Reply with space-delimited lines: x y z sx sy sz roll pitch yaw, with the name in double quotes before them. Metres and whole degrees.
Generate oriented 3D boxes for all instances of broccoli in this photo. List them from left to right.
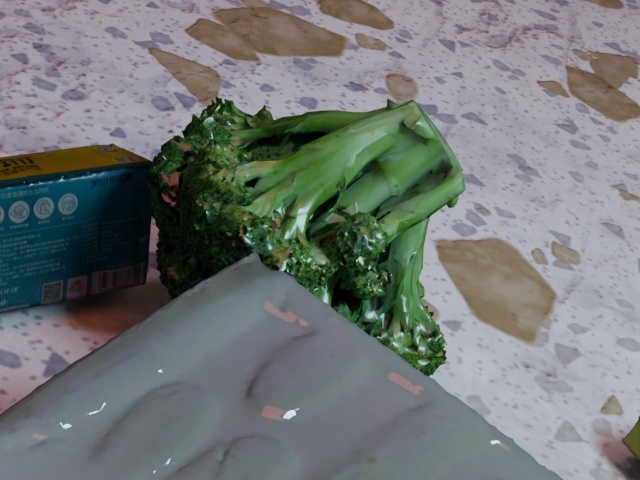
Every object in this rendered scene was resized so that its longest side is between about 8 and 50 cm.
"broccoli" 0.000 0.000 1.107 0.308 0.275 0.308 50 17 -21

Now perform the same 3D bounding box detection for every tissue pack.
"tissue pack" -0.233 -0.013 1.110 0.169 0.120 0.082 -11 27 -38

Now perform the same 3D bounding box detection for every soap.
"soap" 0.007 0.242 0.789 0.435 0.213 0.350 35 35 21

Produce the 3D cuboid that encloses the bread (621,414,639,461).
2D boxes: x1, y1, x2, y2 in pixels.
"bread" 0.361 0.233 1.124 0.088 0.049 0.226 12 28 -48
